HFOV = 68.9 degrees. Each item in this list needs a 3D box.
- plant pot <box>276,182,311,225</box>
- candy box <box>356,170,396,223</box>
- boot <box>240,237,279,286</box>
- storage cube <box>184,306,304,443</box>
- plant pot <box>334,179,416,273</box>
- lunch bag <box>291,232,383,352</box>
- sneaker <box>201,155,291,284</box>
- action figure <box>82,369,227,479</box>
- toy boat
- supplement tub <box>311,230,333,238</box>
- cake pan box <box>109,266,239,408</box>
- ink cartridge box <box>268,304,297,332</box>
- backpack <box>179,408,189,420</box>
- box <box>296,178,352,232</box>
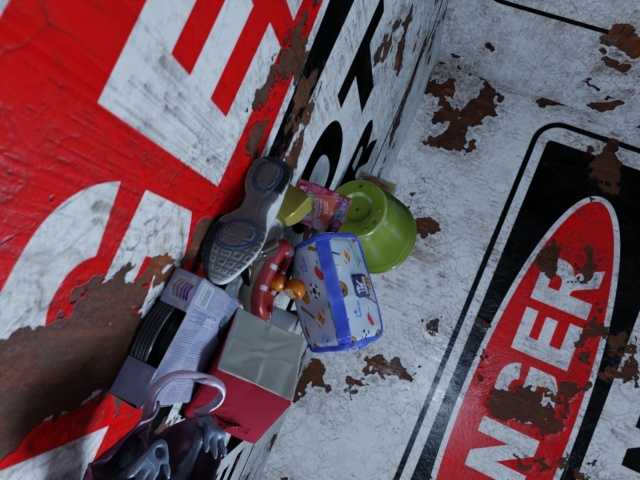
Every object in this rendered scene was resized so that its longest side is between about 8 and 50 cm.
[{"bbox_3d":[-0.081,-0.087,1.217,0.083,0.081,0.081,-52,165,-16],"label":"plant pot"},{"bbox_3d":[0.215,-0.146,2.199,0.087,0.182,0.317,55,58,-76],"label":"candy box"},{"bbox_3d":[-0.149,0.055,1.189,0.114,0.037,0.107,-34,147,-37],"label":"boot"},{"bbox_3d":[-0.168,0.308,1.065,0.193,0.183,0.215,-55,-166,32],"label":"storage cube"},{"bbox_3d":[0.191,-0.077,1.917,0.367,0.366,0.353,-66,157,-7],"label":"plant pot"},{"bbox_3d":[0.039,0.159,1.400,0.385,0.238,0.328,102,-25,-80],"label":"lunch bag"},{"bbox_3d":[-0.143,-0.030,0.975,0.297,0.110,0.129,-61,173,-25],"label":"sneaker"},{"bbox_3d":[-0.339,0.391,0.736,0.370,0.248,0.276,-41,-146,24],"label":"action figure"},{"bbox_3d":[-0.112,0.118,1.274,0.151,0.151,0.231,57,57,-76],"label":"toy boat"},{"bbox_3d":[0.000,0.000,1.772,0.107,0.071,0.071,-64,168,-9],"label":"supplement tub"},{"bbox_3d":[-0.270,0.197,0.917,0.267,0.070,0.246,72,40,-73],"label":"cake pan box"},{"bbox_3d":[-0.163,0.308,1.469,0.128,0.127,0.176,-54,162,-47],"label":"ink cartridge box"},{"bbox_3d":[-0.265,0.408,1.222,0.173,0.116,0.158,51,62,-79],"label":"backpack"},{"bbox_3d":[0.002,-0.102,1.435,0.257,0.128,0.123,-5,117,-77],"label":"box"}]
